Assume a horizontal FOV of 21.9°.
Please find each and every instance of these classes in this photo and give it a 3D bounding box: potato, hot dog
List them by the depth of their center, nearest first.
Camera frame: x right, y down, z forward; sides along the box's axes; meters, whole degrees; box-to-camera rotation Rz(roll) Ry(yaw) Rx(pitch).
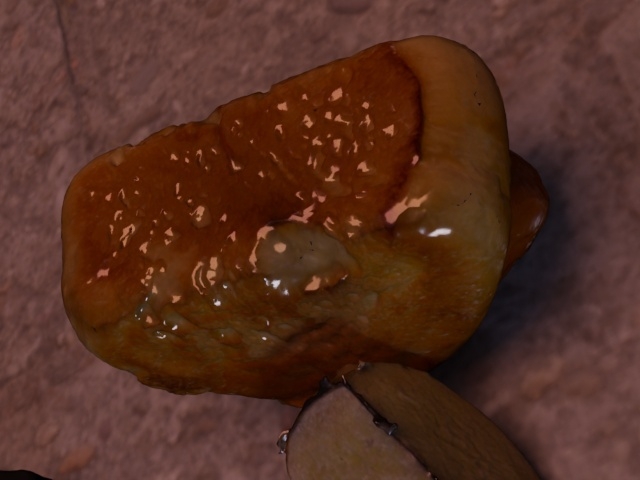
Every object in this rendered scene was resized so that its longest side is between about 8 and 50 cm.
[{"bbox_3d":[0.062,0.136,0.814,0.172,0.089,0.100,44,125,10],"label":"potato"},{"bbox_3d":[0.000,0.000,0.857,0.256,0.153,0.150,-19,57,29],"label":"hot dog"}]

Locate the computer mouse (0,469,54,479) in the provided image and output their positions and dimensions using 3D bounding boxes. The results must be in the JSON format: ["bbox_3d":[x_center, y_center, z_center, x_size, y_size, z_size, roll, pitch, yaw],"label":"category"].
[{"bbox_3d":[-0.220,0.266,0.953,0.170,0.100,0.269,-25,58,26],"label":"computer mouse"}]
